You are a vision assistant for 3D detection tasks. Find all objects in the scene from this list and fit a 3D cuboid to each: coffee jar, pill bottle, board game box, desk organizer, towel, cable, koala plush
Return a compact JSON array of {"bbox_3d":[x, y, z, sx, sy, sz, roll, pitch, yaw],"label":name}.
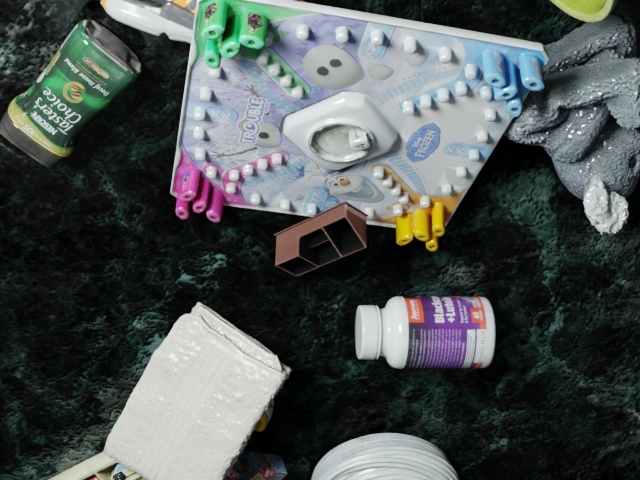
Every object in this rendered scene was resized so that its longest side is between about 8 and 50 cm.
[{"bbox_3d":[-0.313,-0.178,1.162,0.096,0.079,0.184,38,112,-24],"label":"coffee jar"},{"bbox_3d":[0.151,0.135,1.381,0.193,0.108,0.108,0,121,-6],"label":"pill bottle"},{"bbox_3d":[-0.163,0.394,1.513,0.194,0.060,0.194,-40,117,0],"label":"board game box"},{"bbox_3d":[0.000,0.000,1.245,0.130,0.050,0.047,-24,142,36],"label":"desk organizer"},{"bbox_3d":[-0.183,0.249,1.376,0.187,0.049,0.282,32,100,13],"label":"towel"},{"bbox_3d":[0.108,0.430,1.570,0.257,0.089,0.257,-25,120,10],"label":"cable"},{"bbox_3d":[0.024,-0.120,1.145,0.390,0.050,0.390,7,148,-10],"label":"board game box"},{"bbox_3d":[0.341,-0.134,1.201,0.203,0.196,0.221,-20,122,20],"label":"koala plush"}]

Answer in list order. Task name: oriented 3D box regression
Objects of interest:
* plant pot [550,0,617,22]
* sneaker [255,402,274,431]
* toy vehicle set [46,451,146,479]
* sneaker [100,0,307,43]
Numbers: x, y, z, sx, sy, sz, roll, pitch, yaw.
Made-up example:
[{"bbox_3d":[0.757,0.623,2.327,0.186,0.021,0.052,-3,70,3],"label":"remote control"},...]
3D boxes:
[{"bbox_3d":[0.326,-0.419,0.992,0.254,0.276,0.276,-35,119,2],"label":"plant pot"},{"bbox_3d":[-0.183,0.265,1.437,0.225,0.093,0.088,-11,122,2],"label":"sneaker"},{"bbox_3d":[-0.361,0.437,1.558,0.267,0.035,0.166,-29,120,12],"label":"toy vehicle set"},{"bbox_3d":[-0.084,-0.305,1.081,0.321,0.124,0.180,14,120,-13],"label":"sneaker"}]
